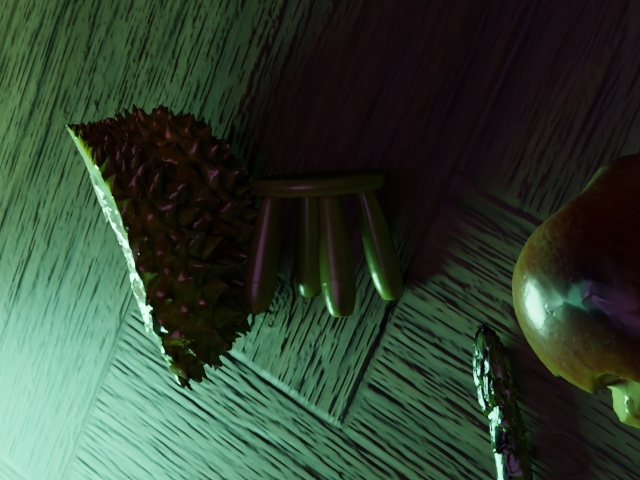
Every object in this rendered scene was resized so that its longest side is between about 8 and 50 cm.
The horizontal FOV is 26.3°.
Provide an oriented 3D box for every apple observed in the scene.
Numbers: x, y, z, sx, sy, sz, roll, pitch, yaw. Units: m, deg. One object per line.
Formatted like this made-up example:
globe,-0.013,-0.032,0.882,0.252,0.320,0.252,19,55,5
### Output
apple,0.231,0.042,0.942,0.199,0.199,0.199,3,96,32

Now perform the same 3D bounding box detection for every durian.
durian,-0.112,-0.002,1.156,0.183,0.138,0.249,160,94,-71

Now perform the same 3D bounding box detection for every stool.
stool,0.000,0.000,1.116,0.135,0.134,0.110,-6,95,-13

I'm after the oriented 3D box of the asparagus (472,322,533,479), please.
asparagus,0.145,0.146,1.085,0.036,0.030,0.165,-14,88,43
